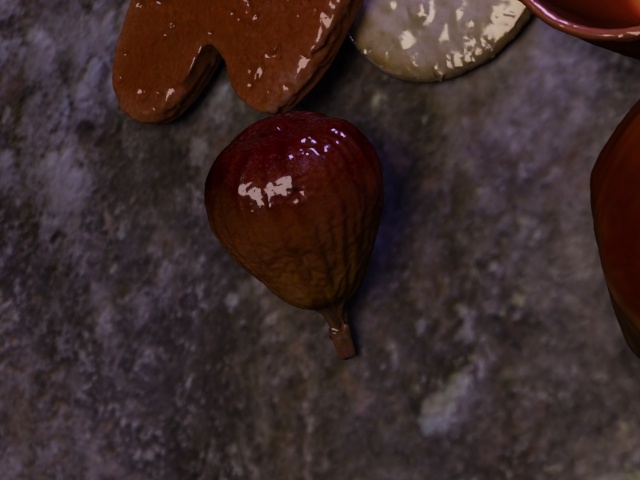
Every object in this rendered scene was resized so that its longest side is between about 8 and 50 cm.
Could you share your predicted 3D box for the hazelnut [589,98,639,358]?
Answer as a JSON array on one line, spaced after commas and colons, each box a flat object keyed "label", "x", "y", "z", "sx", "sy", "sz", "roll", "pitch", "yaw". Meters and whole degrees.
[{"label": "hazelnut", "x": 0.223, "y": -0.010, "z": 0.562, "sx": 0.186, "sy": 0.210, "sz": 0.210, "roll": 166, "pitch": 106, "yaw": -64}]

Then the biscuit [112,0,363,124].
[{"label": "biscuit", "x": -0.059, "y": -0.146, "z": 0.836, "sx": 0.192, "sy": 0.036, "sz": 0.186, "roll": 34, "pitch": 104, "yaw": 39}]

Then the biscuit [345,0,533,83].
[{"label": "biscuit", "x": 0.073, "y": -0.171, "z": 0.768, "sx": 0.152, "sy": 0.020, "sz": 0.152, "roll": -4, "pitch": 82, "yaw": 34}]

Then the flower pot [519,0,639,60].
[{"label": "flower pot", "x": 0.182, "y": -0.173, "z": 0.605, "sx": 0.190, "sy": 0.173, "sz": 0.191, "roll": -3, "pitch": 84, "yaw": 33}]

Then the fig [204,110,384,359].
[{"label": "fig", "x": 0.002, "y": -0.012, "z": 0.753, "sx": 0.119, "sy": 0.119, "sz": 0.153, "roll": -42, "pitch": 91, "yaw": 22}]
